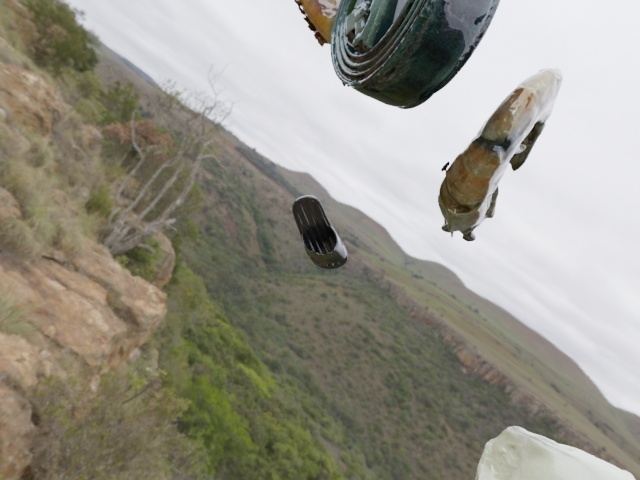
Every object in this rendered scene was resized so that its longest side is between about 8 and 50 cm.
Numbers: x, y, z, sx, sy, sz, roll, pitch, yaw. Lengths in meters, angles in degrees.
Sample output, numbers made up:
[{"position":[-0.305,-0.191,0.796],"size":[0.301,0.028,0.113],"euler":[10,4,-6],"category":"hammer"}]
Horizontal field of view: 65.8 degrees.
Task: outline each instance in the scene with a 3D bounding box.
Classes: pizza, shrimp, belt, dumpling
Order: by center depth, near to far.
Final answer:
[{"position":[0.222,0.254,0.423],"size":[0.169,0.134,0.100],"euler":[29,-15,-9],"category":"dumpling"},{"position":[0.114,-0.290,0.573],"size":[0.116,0.267,0.206],"euler":[13,25,-30],"category":"belt"},{"position":[0.259,-0.108,0.734],"size":[0.085,0.247,0.360],"euler":[41,-19,19],"category":"shrimp"},{"position":[0.036,-0.406,0.783],"size":[0.161,0.305,0.085],"euler":[18,-37,-14],"category":"pizza"}]

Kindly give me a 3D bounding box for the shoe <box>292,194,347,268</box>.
[{"position":[0.000,0.000,0.786],"size":[0.053,0.062,0.159],"euler":[-107,173,-54],"category":"shoe"}]
